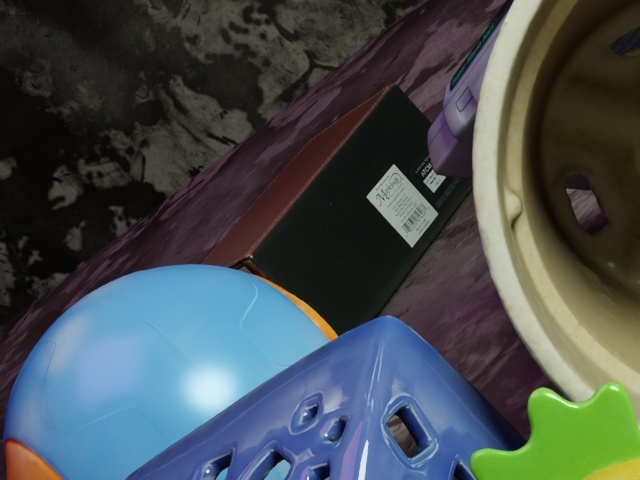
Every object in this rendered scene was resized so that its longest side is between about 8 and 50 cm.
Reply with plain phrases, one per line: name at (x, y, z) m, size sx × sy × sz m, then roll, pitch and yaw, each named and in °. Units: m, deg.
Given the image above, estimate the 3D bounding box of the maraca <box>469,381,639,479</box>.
maraca at (0.155, 0.152, 0.722) m, size 0.127 × 0.186 × 0.099 m, roll -47°, pitch -10°, yaw 2°

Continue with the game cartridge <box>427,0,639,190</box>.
game cartridge at (0.242, -0.147, 1.129) m, size 0.355 × 0.230 × 0.068 m, roll 125°, pitch 150°, yaw -56°

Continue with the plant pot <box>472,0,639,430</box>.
plant pot at (0.246, -0.052, 0.885) m, size 0.334 × 0.334 × 0.305 m, roll -41°, pitch 3°, yaw 5°

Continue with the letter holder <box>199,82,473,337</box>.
letter holder at (0.000, 0.000, 1.711) m, size 0.302 × 0.152 × 0.214 m, roll -51°, pitch 14°, yaw -33°

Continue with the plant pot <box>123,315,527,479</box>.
plant pot at (0.012, 0.223, 0.803) m, size 0.236 × 0.236 × 0.212 m, roll -34°, pitch 21°, yaw 30°

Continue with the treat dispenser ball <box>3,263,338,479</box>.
treat dispenser ball at (-0.101, 0.161, 1.175) m, size 0.288 × 0.288 × 0.288 m, roll -40°, pitch 13°, yaw 11°
